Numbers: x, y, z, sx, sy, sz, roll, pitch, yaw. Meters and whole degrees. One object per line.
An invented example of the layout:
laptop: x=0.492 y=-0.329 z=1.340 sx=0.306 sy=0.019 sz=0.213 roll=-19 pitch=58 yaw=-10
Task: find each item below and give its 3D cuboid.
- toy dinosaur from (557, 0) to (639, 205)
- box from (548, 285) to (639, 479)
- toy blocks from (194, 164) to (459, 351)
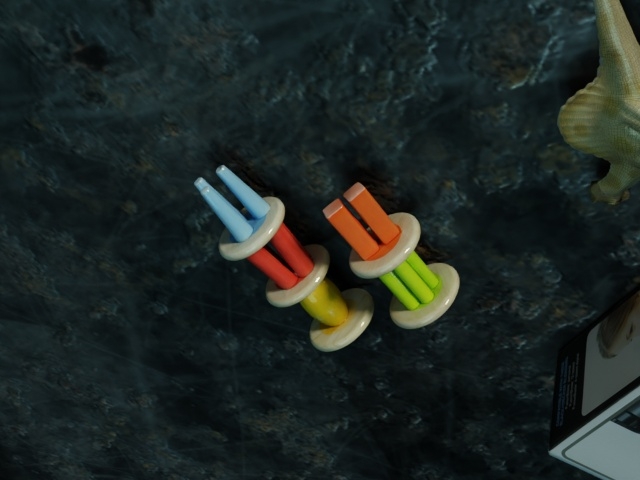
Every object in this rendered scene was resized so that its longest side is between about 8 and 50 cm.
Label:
toy dinosaur: x=0.169 y=-0.071 z=0.584 sx=0.093 sy=0.053 sz=0.183 roll=1 pitch=137 yaw=19
box: x=0.288 y=0.067 z=0.672 sx=0.169 sy=0.087 sz=0.290 roll=27 pitch=138 yaw=-12
toy blocks: x=0.000 y=0.000 z=0.715 sx=0.123 sy=0.054 sz=0.148 roll=-20 pitch=127 yaw=35
